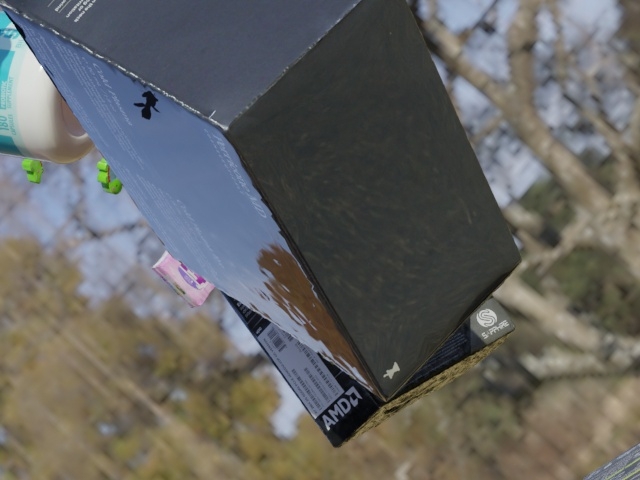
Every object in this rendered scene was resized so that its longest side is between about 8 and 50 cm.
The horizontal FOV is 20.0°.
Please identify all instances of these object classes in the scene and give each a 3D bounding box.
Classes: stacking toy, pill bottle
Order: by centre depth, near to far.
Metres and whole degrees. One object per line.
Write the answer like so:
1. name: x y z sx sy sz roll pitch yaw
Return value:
1. pill bottle: -0.356 -0.165 1.850 0.146 0.264 0.146 9 -90 -69
2. stacking toy: -0.327 -0.175 2.389 0.052 0.167 0.221 -19 -66 -47

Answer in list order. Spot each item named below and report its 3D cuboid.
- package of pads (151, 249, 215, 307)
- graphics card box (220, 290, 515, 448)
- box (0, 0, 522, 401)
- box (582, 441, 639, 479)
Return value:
1. package of pads: -0.181 0.045 2.428 0.032 0.083 0.050 -20 30 55
2. graphics card box: 0.000 0.000 1.792 0.233 0.371 0.094 -26 -17 -46
3. box: -0.043 -0.087 1.482 0.179 0.312 0.343 -44 -44 -14
4. box: 0.343 0.237 1.789 0.270 0.060 0.216 -39 -2 31
